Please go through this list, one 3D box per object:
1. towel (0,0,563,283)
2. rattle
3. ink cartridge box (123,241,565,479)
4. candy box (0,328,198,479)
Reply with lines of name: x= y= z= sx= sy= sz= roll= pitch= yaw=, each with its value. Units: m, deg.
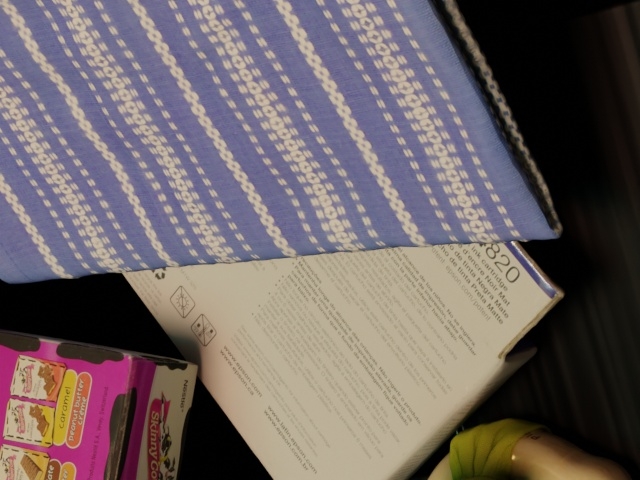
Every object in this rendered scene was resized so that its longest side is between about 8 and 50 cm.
towel: x=-0.087 y=-0.076 z=0.809 sx=0.336 sy=0.040 sz=0.243 roll=-5 pitch=129 yaw=38
rattle: x=0.073 y=0.192 z=0.845 sx=0.130 sy=0.143 sz=0.200 roll=15 pitch=112 yaw=20
ink cartridge box: x=0.000 y=0.000 z=0.900 sx=0.223 sy=0.045 sz=0.224 roll=53 pitch=135 yaw=14
candy box: x=-0.189 y=0.121 z=0.967 sx=0.233 sy=0.071 sz=0.159 roll=8 pitch=86 yaw=25
